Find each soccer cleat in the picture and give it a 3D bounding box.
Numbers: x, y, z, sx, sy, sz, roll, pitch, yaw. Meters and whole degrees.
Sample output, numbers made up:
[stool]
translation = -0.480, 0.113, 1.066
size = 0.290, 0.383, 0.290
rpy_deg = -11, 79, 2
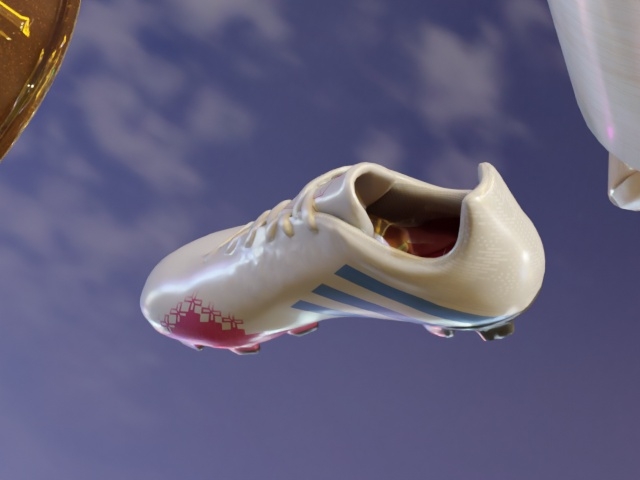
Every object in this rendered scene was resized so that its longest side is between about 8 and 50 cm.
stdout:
[soccer cleat]
translation = 0.000, 0.000, 1.091
size = 0.331, 0.116, 0.143
rpy_deg = -4, -47, 25

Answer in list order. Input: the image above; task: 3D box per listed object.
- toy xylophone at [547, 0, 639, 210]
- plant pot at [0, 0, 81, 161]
[toy xylophone]
translation = 0.091, -0.147, 0.401
size = 0.081, 0.322, 0.236
rpy_deg = -10, -22, 14
[plant pot]
translation = -0.202, -0.093, 0.529
size = 0.167, 0.167, 0.165
rpy_deg = -17, -44, 36
